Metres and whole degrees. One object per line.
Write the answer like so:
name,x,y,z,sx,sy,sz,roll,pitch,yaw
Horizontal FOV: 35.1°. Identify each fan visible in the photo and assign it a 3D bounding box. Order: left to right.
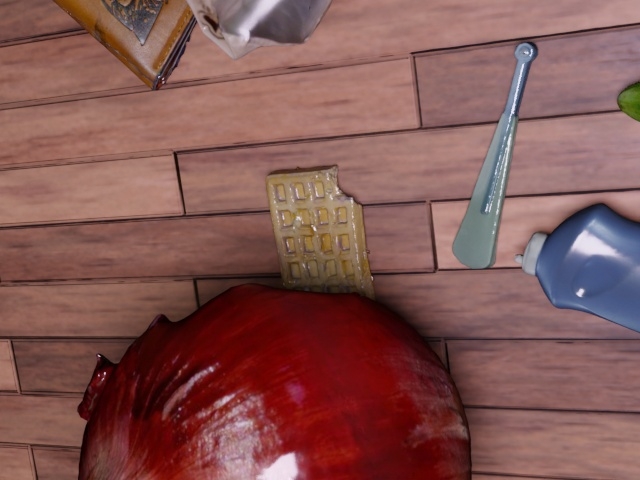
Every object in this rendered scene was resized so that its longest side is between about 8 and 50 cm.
fan,0.144,-0.067,0.829,0.038,0.016,0.193,19,110,23

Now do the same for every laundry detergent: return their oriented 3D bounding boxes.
laundry detergent,0.250,0.028,0.778,0.206,0.061,0.097,14,116,23

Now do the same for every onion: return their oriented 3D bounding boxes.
onion,-0.030,0.213,0.817,0.341,0.341,0.341,6,105,24

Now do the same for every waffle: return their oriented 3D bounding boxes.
waffle,0.000,0.000,0.912,0.092,0.021,0.135,-3,102,28

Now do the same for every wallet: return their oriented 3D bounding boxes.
wallet,-0.162,-0.260,0.913,0.161,0.042,0.195,42,116,10

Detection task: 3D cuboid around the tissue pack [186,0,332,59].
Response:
tissue pack,-0.080,-0.384,0.739,0.375,0.195,0.390,38,107,17

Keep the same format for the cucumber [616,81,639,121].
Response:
cucumber,0.334,-0.091,0.712,0.250,0.056,0.056,6,105,25
